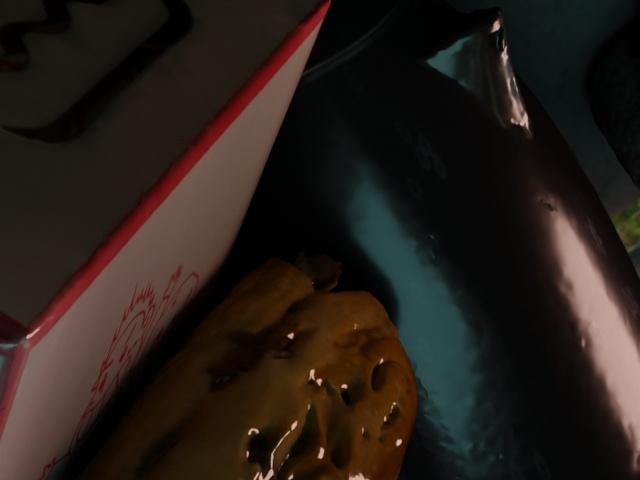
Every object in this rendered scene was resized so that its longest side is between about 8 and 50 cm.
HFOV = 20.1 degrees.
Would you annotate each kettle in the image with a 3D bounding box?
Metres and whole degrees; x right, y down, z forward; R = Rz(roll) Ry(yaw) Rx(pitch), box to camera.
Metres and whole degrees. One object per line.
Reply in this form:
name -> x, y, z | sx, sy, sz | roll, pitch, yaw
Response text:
kettle -> 0.000, 0.000, 0.874 | 0.268, 0.207, 0.290 | -12, 123, 28

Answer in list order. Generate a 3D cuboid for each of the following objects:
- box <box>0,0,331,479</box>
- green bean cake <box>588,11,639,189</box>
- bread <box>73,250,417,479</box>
box -> -0.214, 0.015, 0.683 | 0.300, 0.314, 0.312 | 27, 121, 4
green bean cake -> 0.272, -0.077, 0.924 | 0.232, 0.097, 0.198 | 27, 116, -29
bread -> -0.044, 0.129, 0.711 | 0.099, 0.235, 0.210 | 28, 123, 5
